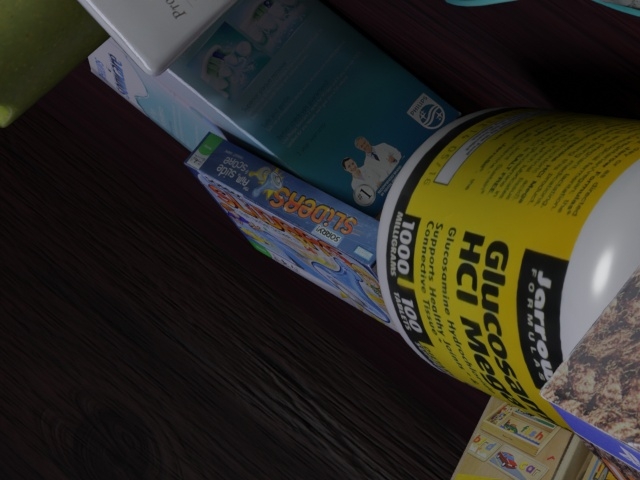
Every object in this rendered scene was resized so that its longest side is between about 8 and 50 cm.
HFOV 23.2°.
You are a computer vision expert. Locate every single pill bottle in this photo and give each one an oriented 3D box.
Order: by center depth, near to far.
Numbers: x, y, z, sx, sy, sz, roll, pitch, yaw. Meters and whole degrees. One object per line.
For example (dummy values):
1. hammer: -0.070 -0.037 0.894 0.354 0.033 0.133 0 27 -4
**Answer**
1. pill bottle: 0.181 0.025 0.889 0.188 0.188 0.334 44 170 -23

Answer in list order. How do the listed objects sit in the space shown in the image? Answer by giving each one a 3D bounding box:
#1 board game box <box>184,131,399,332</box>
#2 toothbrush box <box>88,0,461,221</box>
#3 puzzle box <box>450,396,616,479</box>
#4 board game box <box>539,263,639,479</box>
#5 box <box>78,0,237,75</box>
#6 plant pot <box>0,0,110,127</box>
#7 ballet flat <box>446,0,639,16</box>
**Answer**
1. board game box: 0.000 0.000 1.187 0.201 0.035 0.136 29 165 37
2. toothbrush box: -0.049 -0.123 1.279 0.295 0.126 0.216 38 170 4
3. puzzle box: 0.225 0.185 0.913 0.409 0.272 0.052 -2 141 50
4. board game box: 0.270 0.077 0.650 0.141 0.232 0.291 28 164 52
5. box: -0.111 -0.198 0.756 0.181 0.119 0.182 48 -179 -24
6. plant pot: -0.183 -0.220 0.959 0.276 0.254 0.276 39 171 8
7. ballet flat: 0.119 -0.148 0.746 0.213 0.072 0.068 21 134 59
